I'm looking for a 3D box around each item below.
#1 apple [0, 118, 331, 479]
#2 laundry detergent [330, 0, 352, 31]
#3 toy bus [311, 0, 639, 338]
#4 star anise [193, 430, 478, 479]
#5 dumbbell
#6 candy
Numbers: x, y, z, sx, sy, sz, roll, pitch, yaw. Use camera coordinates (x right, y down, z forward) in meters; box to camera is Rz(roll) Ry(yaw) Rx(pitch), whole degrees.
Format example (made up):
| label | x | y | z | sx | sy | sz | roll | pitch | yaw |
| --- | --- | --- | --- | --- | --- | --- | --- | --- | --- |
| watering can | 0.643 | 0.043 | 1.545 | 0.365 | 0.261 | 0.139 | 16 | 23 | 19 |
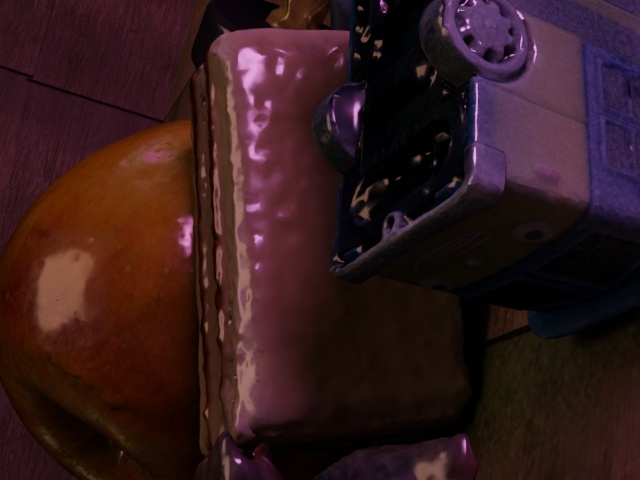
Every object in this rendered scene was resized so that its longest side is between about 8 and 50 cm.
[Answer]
| label | x | y | z | sx | sy | sz | roll | pitch | yaw |
| --- | --- | --- | --- | --- | --- | --- | --- | --- | --- |
| apple | -0.116 | 0.075 | 1.073 | 0.374 | 0.374 | 0.384 | -90 | -15 | -46 |
| laundry detergent | 0.043 | -0.178 | 1.045 | 0.290 | 0.094 | 0.143 | 102 | 172 | -63 |
| toy bus | 0.112 | -0.118 | 0.676 | 0.152 | 0.190 | 0.312 | -35 | 45 | 52 |
| star anise | -0.031 | 0.217 | 0.645 | 0.331 | 0.332 | 0.117 | -57 | 38 | 41 |
| dumbbell | 0.007 | -0.297 | 1.191 | 0.203 | 0.204 | 0.322 | -105 | 36 | -61 |
| candy | 0.000 | 0.000 | 0.855 | 0.135 | 0.179 | 0.320 | 142 | 128 | -64 |
